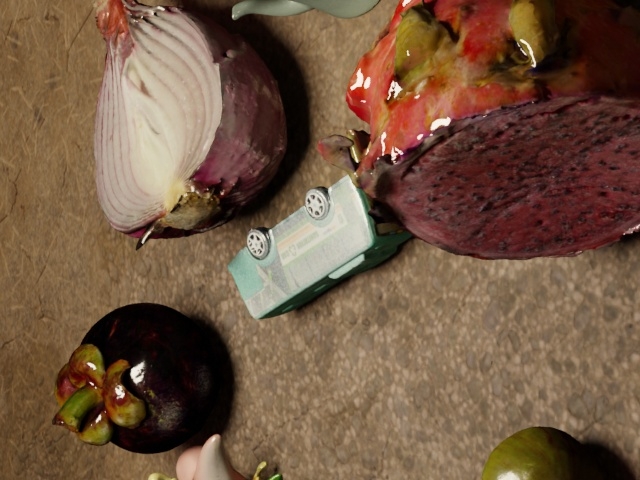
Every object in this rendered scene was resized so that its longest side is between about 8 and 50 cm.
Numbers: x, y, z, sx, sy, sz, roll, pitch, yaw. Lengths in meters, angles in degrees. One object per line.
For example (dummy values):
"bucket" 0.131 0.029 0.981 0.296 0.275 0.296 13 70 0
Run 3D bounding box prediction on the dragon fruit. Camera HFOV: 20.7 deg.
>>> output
"dragon fruit" 0.171 -0.160 1.588 0.296 0.314 0.262 -33 49 38

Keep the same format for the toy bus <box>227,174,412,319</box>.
"toy bus" 0.000 0.000 1.961 0.262 0.091 0.109 -34 76 49

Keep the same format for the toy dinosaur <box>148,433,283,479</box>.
"toy dinosaur" -0.113 0.292 2.098 0.177 0.152 0.194 60 175 32

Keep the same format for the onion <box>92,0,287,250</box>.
"onion" -0.156 -0.162 2.099 0.267 0.159 0.348 -40 53 32

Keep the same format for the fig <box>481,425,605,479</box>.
"fig" 0.198 0.248 1.722 0.236 0.124 0.124 148 116 -74

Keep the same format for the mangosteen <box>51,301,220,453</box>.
"mangosteen" -0.236 0.174 2.149 0.194 0.231 0.194 16 111 49

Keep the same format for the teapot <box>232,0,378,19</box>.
"teapot" -0.018 -0.336 1.917 0.239 0.149 0.162 -58 47 36
